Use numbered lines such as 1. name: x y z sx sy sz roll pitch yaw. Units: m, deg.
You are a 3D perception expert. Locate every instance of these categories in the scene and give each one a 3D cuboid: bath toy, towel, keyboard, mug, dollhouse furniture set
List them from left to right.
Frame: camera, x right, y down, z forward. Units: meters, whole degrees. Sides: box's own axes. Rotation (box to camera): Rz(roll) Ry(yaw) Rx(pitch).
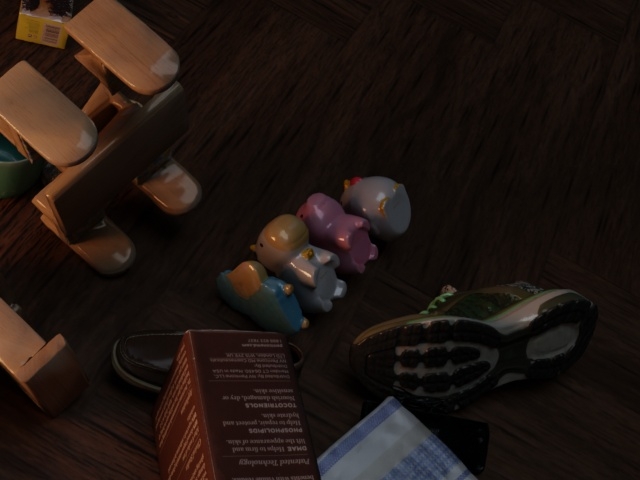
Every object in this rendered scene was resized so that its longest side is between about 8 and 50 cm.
1. mug: -0.446 -0.126 1.560 0.157 0.097 0.129 -23 62 -40
2. dollhouse furniture set: -0.288 -0.022 1.373 0.256 0.362 0.394 41 72 13
3. bath toy: 0.000 0.000 1.650 0.129 0.151 0.348 2 29 39
4. towel: 0.118 0.354 1.405 0.285 0.034 0.209 44 59 15
5. keyboard: 0.143 0.260 1.527 0.192 0.038 0.100 13 84 -15

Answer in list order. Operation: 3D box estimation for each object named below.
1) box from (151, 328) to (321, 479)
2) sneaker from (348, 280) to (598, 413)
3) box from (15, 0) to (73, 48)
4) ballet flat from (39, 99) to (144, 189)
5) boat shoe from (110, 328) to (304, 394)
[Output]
1. box: -0.088 0.308 1.265 0.143 0.191 0.381 5 49 -22
2. sneaker: 0.205 0.137 1.640 0.410 0.158 0.182 -6 24 -29
3. box: -0.458 -0.425 1.859 0.087 0.058 0.232 9 46 -18
4. ballet flat: -0.333 -0.151 1.666 0.084 0.058 0.250 35 44 7
5. boat shoe: -0.140 0.146 1.439 0.257 0.095 0.095 9 48 -28
